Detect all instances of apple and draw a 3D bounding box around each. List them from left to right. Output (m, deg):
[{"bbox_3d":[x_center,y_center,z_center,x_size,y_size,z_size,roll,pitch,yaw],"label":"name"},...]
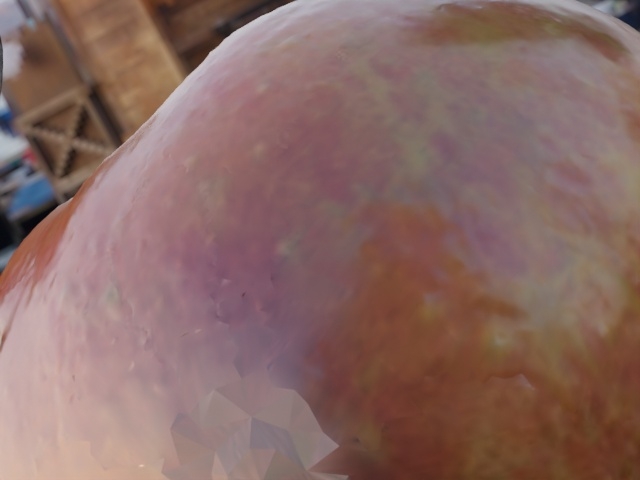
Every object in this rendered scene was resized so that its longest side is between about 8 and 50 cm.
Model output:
[{"bbox_3d":[0.000,0.055,0.559,0.293,0.251,0.163,-41,-10,19],"label":"apple"}]

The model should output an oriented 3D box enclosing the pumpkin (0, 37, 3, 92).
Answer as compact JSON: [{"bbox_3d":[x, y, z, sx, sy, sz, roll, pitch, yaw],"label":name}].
[{"bbox_3d":[-0.323,-0.070,1.010,0.315,0.238,0.315,-19,-31,-12],"label":"pumpkin"}]
